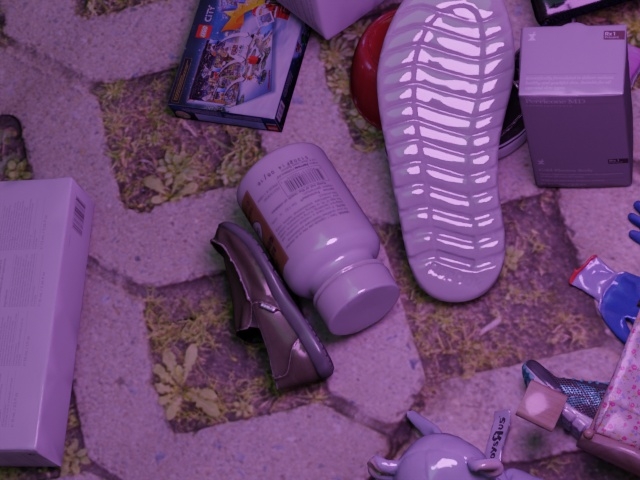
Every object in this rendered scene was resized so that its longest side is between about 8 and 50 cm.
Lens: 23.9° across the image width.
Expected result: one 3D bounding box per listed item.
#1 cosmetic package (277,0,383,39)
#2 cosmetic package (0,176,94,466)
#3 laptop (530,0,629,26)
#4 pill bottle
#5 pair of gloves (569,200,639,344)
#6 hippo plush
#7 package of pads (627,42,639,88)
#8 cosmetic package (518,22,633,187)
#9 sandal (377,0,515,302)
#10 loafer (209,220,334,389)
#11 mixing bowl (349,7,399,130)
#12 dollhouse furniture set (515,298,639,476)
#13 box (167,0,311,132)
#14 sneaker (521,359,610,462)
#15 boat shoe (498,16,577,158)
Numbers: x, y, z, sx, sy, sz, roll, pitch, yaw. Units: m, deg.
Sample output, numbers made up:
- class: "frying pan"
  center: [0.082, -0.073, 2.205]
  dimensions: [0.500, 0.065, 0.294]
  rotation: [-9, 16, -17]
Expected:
- class: "cosmetic package"
  center: [-0.069, -0.469, 2.034]
  dimensions: [0.156, 0.217, 0.385]
  rotation: [-36, 57, -17]
- class: "cosmetic package"
  center: [-0.465, 0.108, 2.002]
  dimensions: [0.284, 0.097, 0.377]
  rotation: [-1, 68, 13]
- class: "laptop"
  center: [0.426, -0.513, 2.025]
  dimensions: [0.382, 0.236, 0.408]
  rotation: [-16, 85, 9]
- class: "pill bottle"
  center: [0.000, 0.000, 1.900]
  dimensions: [0.131, 0.131, 0.229]
  rotation: [-32, 63, 0]
- class: "pair of gloves"
  center: [0.411, 0.034, 1.835]
  dimensions: [0.159, 0.023, 0.198]
  rotation: [40, 83, 25]
- class: "hippo plush"
  center: [0.183, 0.299, 1.667]
  dimensions: [0.234, 0.236, 0.294]
  rotation: [-3, 68, 15]
- class: "package of pads"
  center: [0.377, -0.234, 1.950]
  dimensions: [0.083, 0.032, 0.050]
  rotation: [30, 77, 24]
- class: "cosmetic package"
  center: [0.312, -0.159, 1.822]
  dimensions: [0.127, 0.238, 0.107]
  rotation: [0, 68, 16]
- class: "sandal"
  center: [0.153, -0.132, 1.903]
  dimensions: [0.169, 0.102, 0.416]
  rotation: [2, 89, 2]
- class: "loafer"
  center: [-0.079, 0.083, 1.907]
  dimensions: [0.087, 0.094, 0.251]
  rotation: [-33, 64, -3]
- class: "mixing bowl"
  center: [0.116, -0.239, 1.988]
  dimensions: [0.181, 0.098, 0.181]
  rotation: [-6, 66, 12]
- class: "dollhouse furniture set"
  center: [0.442, 0.120, 1.667]
  dimensions: [0.355, 0.174, 0.303]
  rotation: [23, 75, 9]
- class: "box"
  center: [-0.102, -0.271, 2.089]
  dimensions: [0.159, 0.044, 0.233]
  rotation: [9, 71, 18]
- class: "sneaker"
  center: [0.313, 0.190, 1.782]
  dimensions: [0.166, 0.065, 0.076]
  rotation: [40, 75, 17]
- class: "boat shoe"
  center: [0.260, -0.205, 1.948]
  dimensions: [0.077, 0.070, 0.219]
  rotation: [30, 78, 24]
